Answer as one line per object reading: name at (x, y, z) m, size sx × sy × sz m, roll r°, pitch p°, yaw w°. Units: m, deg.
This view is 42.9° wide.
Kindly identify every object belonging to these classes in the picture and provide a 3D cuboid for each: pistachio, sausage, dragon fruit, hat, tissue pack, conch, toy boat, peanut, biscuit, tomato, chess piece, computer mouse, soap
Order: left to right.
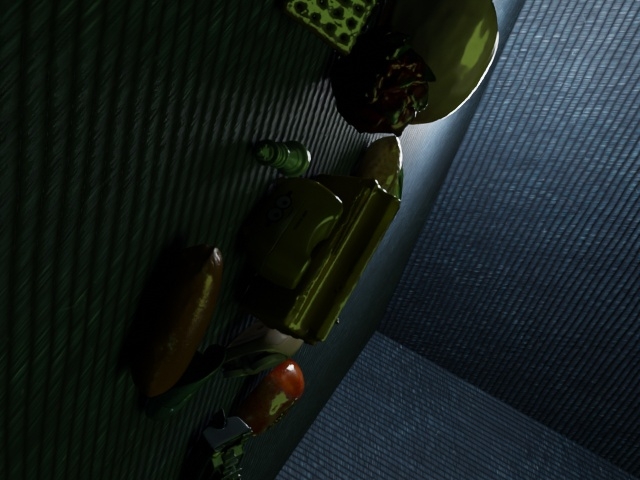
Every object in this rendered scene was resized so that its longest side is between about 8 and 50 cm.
sausage at (-0.199, 0.109, 1.128) m, size 0.238 × 0.098 × 0.098 m, roll -63°, pitch 169°, yaw 20°
hat at (-0.225, 0.217, 1.317) m, size 0.138 × 0.078 × 0.191 m, roll -39°, pitch 175°, yaw -43°
toy boat at (-0.238, 0.517, 1.844) m, size 0.114 × 0.122 × 0.296 m, roll -17°, pitch 144°, yaw -37°
computer mouse at (-0.109, 0.212, 1.657) m, size 0.145 × 0.082 × 0.236 m, roll -21°, pitch -171°, yaw 23°
tomato at (-0.124, 0.411, 2.062) m, size 0.237 × 0.095 × 0.237 m, roll -47°, pitch 170°, yaw -11°
chess piece at (-0.067, -0.128, 1.241) m, size 0.059 × 0.059 × 0.149 m, roll -64°, pitch 163°, yaw 11°
tissue pack at (-0.052, -0.018, 1.389) m, size 0.178 × 0.127 × 0.123 m, roll -56°, pitch 175°, yaw -22°
soap at (-0.003, 0.025, 1.533) m, size 0.204 × 0.096 × 0.324 m, roll 9°, pitch -115°, yaw 57°
biscuit at (0.043, -0.368, 1.042) m, size 0.139 × 0.016 × 0.231 m, roll 25°, pitch 95°, yaw -42°
peanut at (0.118, -0.127, 1.923) m, size 0.117 × 0.101 × 0.263 m, roll 46°, pitch -63°, yaw 57°
dragon fruit at (0.103, -0.260, 1.372) m, size 0.182 × 0.182 × 0.189 m, roll -55°, pitch 126°, yaw -31°
conch at (0.193, -0.146, 2.289) m, size 0.106 × 0.079 × 0.170 m, roll -28°, pitch 130°, yaw -80°
pistachio at (0.208, -0.372, 1.497) m, size 0.230 × 0.230 × 0.309 m, roll -44°, pitch 163°, yaw -56°

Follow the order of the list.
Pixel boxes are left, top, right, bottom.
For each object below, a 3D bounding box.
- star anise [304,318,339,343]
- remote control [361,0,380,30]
star anise at (-0.036, 0.207, 2.087) m, size 0.262 × 0.081 × 0.230 m, roll -16°, pitch 134°, yaw -59°
remote control at (0.115, -0.456, 1.313) m, size 0.245 × 0.025 × 0.063 m, roll -62°, pitch 168°, yaw 3°
